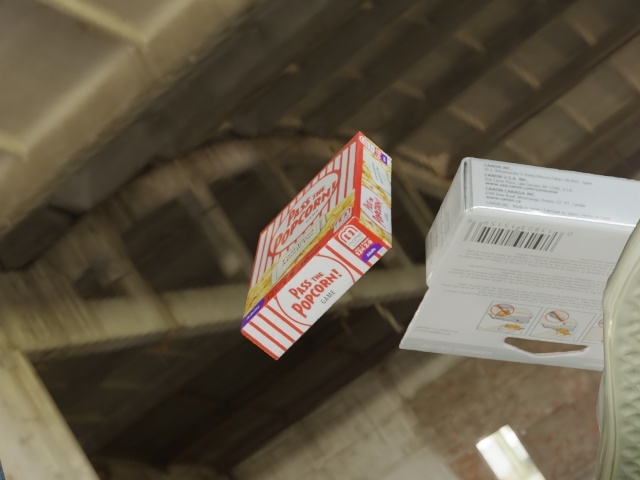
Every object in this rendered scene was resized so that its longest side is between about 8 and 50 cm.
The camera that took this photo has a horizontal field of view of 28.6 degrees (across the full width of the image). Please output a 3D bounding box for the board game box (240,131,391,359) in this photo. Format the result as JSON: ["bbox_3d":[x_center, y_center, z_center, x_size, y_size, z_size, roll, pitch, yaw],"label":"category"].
[{"bbox_3d":[0.000,0.000,1.114,0.147,0.045,0.193,-45,15,20],"label":"board game box"}]

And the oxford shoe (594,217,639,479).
[{"bbox_3d":[0.260,0.058,0.801,0.449,0.169,0.130,90,-167,-46],"label":"oxford shoe"}]

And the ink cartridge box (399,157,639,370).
[{"bbox_3d":[0.227,0.033,1.122,0.275,0.060,0.239,7,-32,-8],"label":"ink cartridge box"}]

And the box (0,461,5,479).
[{"bbox_3d":[-0.351,0.318,0.874,0.212,0.293,0.395,3,-64,-25],"label":"box"}]
